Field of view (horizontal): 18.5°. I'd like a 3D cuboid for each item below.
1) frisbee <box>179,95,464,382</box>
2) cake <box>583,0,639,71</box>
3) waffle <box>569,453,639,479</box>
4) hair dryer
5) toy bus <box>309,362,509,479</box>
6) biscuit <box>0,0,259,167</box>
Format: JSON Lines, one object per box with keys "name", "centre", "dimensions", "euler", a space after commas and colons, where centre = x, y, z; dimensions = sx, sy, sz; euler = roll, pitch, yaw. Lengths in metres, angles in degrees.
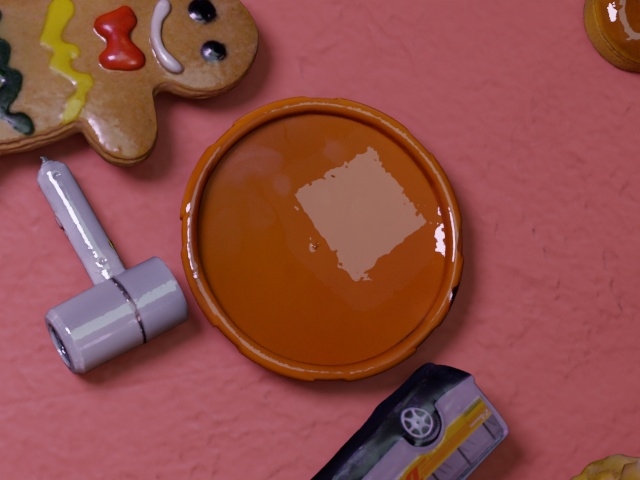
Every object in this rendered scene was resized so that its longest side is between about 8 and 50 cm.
{"name": "frisbee", "centre": [0.000, 0.000, 1.288], "dimensions": [0.192, 0.035, 0.192], "euler": [3, 78, -15]}
{"name": "cake", "centre": [0.227, -0.160, 1.375], "dimensions": [0.084, 0.044, 0.084], "euler": [3, 80, -16]}
{"name": "waffle", "centre": [0.232, 0.277, 1.180], "dimensions": [0.151, 0.261, 0.324], "euler": [2, 82, -22]}
{"name": "hair dryer", "centre": [-0.150, 0.009, 1.245], "dimensions": [0.082, 0.047, 0.137], "euler": [-26, 81, -17]}
{"name": "toy bus", "centre": [0.042, 0.156, 1.260], "dimensions": [0.172, 0.057, 0.072], "euler": [-45, 102, -18]}
{"name": "biscuit", "centre": [-0.155, -0.118, 1.258], "dimensions": [0.240, 0.035, 0.158], "euler": [-14, 74, -16]}
